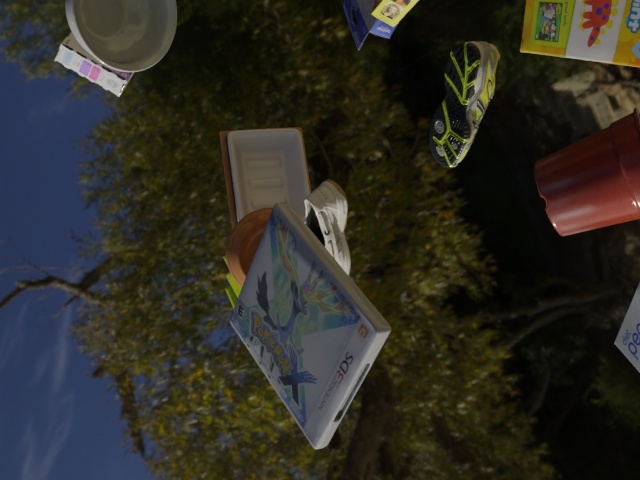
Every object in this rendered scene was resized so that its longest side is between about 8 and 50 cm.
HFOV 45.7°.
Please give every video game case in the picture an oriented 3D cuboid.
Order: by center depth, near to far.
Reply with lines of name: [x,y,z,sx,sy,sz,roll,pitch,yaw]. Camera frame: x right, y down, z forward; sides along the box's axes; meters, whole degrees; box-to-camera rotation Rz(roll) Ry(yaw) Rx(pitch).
video game case: [-0.035,0.148,1.342,0.036,0.300,0.329,-7,-136,-38]

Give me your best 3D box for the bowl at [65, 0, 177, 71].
bowl: [-0.509,-0.562,1.856,0.298,0.134,0.298,-12,-73,-47]

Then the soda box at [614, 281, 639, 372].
soda box: [0.568,0.094,1.204,0.098,0.091,0.286,-120,23,-43]

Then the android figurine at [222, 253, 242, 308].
android figurine: [-0.183,0.144,2.128,0.056,0.248,0.273,-23,-94,-36]

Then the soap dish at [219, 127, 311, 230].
soap dish: [-0.147,-0.155,2.052,0.118,0.229,0.291,141,122,-70]

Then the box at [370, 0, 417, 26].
box: [0.174,-0.492,1.400,0.058,0.232,0.087,24,-109,-14]

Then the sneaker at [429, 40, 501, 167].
sneaker: [0.417,-0.370,2.127,0.147,0.385,0.145,-19,-132,-33]

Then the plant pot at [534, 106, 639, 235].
plant pot: [0.679,-0.145,1.837,0.272,0.265,0.272,40,-141,-44]

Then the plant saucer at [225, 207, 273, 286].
plant saucer: [-0.108,0.028,1.681,0.200,0.200,0.037,61,170,-17]

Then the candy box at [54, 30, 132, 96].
candy box: [-0.610,-0.517,2.114,0.196,0.070,0.165,28,-135,-16]

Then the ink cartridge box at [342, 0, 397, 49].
ink cartridge box: [0.154,-0.578,1.635,0.065,0.311,0.186,10,-135,-29]

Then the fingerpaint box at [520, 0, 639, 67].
fingerpaint box: [0.661,-0.623,1.667,0.163,0.371,0.445,-14,-65,-37]

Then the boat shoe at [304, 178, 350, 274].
boat shoe: [0.000,0.000,1.629,0.098,0.096,0.277,36,144,40]
